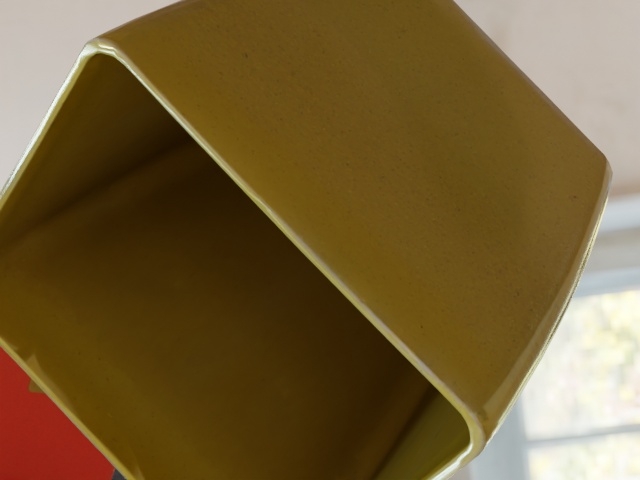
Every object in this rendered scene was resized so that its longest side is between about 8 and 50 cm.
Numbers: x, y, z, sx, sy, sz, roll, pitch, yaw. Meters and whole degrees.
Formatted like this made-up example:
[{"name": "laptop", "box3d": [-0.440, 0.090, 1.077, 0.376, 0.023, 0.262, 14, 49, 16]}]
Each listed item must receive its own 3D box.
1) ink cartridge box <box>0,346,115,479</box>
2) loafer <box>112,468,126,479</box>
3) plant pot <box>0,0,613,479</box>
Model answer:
[{"name": "ink cartridge box", "box3d": [-0.223, 0.148, 0.961, 0.296, 0.261, 0.066, 11, -171, -36]}, {"name": "loafer", "box3d": [-0.087, 0.152, 1.177, 0.076, 0.078, 0.223, 9, -172, -38]}, {"name": "plant pot", "box3d": [0.000, 0.000, 0.854, 0.187, 0.212, 0.212, -41, 175, -39]}]
